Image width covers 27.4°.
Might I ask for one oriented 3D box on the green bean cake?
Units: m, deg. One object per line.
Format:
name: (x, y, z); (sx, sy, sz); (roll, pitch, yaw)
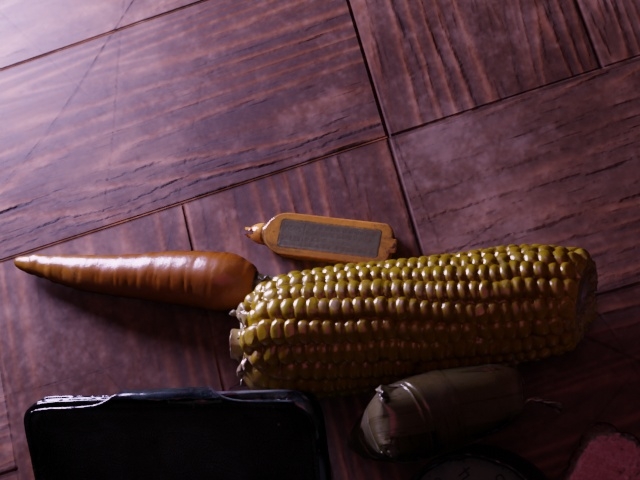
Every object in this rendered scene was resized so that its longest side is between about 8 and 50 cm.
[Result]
green bean cake: (0.296, 0.261, 1.281); (0.135, 0.056, 0.135); (25, 81, 19)

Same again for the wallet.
wallet: (-0.147, 0.231, 1.361); (0.318, 0.045, 0.172); (-3, 111, 13)

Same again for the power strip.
power strip: (0.000, 0.000, 1.454); (0.178, 0.028, 0.049); (7, 73, 15)

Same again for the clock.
clock: (0.154, 0.293, 1.277); (0.184, 0.040, 0.184); (-2, 87, 29)

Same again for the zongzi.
zongzi: (0.125, 0.175, 1.325); (0.189, 0.178, 0.081); (-13, 77, -14)

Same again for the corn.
corn: (0.092, 0.083, 1.344); (0.387, 0.144, 0.144); (-8, 70, 11)

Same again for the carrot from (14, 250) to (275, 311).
carrot: (-0.201, 0.040, 1.470); (0.336, 0.069, 0.069); (4, 72, 17)
